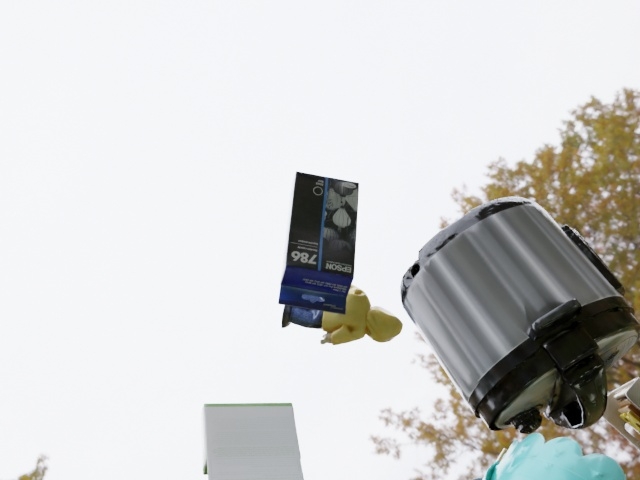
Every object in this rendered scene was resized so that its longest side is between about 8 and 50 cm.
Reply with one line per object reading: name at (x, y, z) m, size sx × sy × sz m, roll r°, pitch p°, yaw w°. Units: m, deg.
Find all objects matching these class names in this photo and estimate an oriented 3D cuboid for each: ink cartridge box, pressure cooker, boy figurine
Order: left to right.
ink cartridge box at (-0.118, 0.390, 1.142) m, size 0.171 × 0.235 × 0.056 m, roll 4°, pitch -50°, yaw -16°
ink cartridge box at (0.000, 0.000, 1.541) m, size 0.165 × 0.333 × 0.065 m, roll 9°, pitch -28°, yaw -10°
boy figurine at (0.055, 0.173, 1.568) m, size 0.092 × 0.285 × 0.177 m, roll 97°, pitch -177°, yaw -53°
pressure cooker at (0.402, 0.174, 1.293) m, size 0.369 × 0.420 × 0.376 m, roll 1°, pitch -44°, yaw -41°

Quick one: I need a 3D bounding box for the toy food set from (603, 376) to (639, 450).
toy food set at (0.727, 0.424, 1.439) m, size 0.092 × 0.219 × 0.306 m, roll -43°, pitch -21°, yaw -7°

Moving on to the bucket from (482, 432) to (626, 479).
bucket at (0.325, 0.425, 0.894) m, size 0.183 × 0.281 × 0.281 m, roll -36°, pitch -49°, yaw -30°

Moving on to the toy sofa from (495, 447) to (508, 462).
toy sofa at (0.440, 0.582, 1.379) m, size 0.150 × 0.177 × 0.362 m, roll -61°, pitch -11°, yaw 2°

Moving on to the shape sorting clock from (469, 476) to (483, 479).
shape sorting clock at (0.482, 0.771, 1.861) m, size 0.206 × 0.206 × 0.040 m, roll -17°, pitch -37°, yaw -31°
